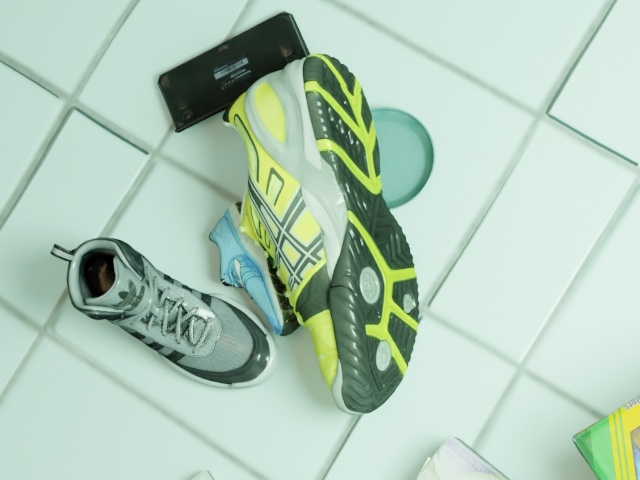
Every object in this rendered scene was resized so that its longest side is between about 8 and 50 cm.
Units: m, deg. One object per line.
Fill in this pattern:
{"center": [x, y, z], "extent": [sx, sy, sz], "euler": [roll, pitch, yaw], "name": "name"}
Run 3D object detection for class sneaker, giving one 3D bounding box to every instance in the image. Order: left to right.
{"center": [-0.178, 0.078, 1.626], "extent": [0.269, 0.153, 0.101], "euler": [28, 88, 19], "name": "sneaker"}
{"center": [-0.073, 0.039, 1.665], "extent": [0.073, 0.063, 0.162], "euler": [-37, 68, 26], "name": "sneaker"}
{"center": [0.000, 0.000, 1.608], "extent": [0.147, 0.145, 0.384], "euler": [-14, 82, 32], "name": "sneaker"}

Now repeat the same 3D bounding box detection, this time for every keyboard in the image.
{"center": [-0.095, -0.182, 1.725], "extent": [0.180, 0.023, 0.108], "euler": [-26, 67, 10], "name": "keyboard"}

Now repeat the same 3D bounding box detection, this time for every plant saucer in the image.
{"center": [0.071, -0.089, 1.659], "extent": [0.119, 0.021, 0.119], "euler": [-3, 78, 15], "name": "plant saucer"}

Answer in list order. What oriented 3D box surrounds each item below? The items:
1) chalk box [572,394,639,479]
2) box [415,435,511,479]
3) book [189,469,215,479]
{"center": [0.400, 0.266, 1.417], "extent": [0.179, 0.180, 0.289], "euler": [-34, 71, 7], "name": "chalk box"}
{"center": [0.240, 0.322, 1.510], "extent": [0.324, 0.067, 0.063], "euler": [38, 92, 18], "name": "box"}
{"center": [-0.123, 0.338, 1.627], "extent": [0.096, 0.035, 0.144], "euler": [-38, 71, 2], "name": "book"}
